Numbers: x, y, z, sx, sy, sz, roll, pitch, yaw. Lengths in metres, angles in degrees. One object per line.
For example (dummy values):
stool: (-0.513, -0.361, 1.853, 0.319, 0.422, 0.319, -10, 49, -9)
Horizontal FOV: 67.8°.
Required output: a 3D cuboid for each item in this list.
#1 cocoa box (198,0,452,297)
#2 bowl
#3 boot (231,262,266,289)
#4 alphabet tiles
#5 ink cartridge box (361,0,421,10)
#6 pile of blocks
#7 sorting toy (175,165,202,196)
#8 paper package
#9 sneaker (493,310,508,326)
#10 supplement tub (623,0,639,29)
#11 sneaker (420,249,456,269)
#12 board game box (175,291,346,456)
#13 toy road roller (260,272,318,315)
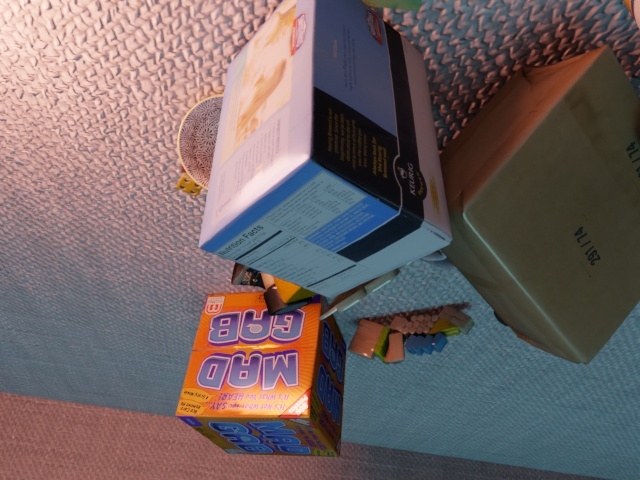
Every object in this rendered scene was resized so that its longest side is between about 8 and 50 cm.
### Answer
cocoa box: (0.004, -0.139, 0.656, 0.227, 0.348, 0.231, 24, 141, -33)
bowl: (-0.162, -0.169, 0.856, 0.169, 0.170, 0.080, 10, -174, -5)
boot: (-0.111, 0.066, 1.180, 0.178, 0.085, 0.236, 18, 148, -18)
alphabet tiles: (0.121, 0.069, 1.009, 0.277, 0.284, 0.021, -35, 89, 21)
ink cartridge box: (0.065, -0.390, 0.579, 0.170, 0.056, 0.235, 6, 141, 1)
pile of blocks: (0.266, 0.294, 1.370, 0.361, 0.149, 0.113, -14, 138, 24)
sorting toy: (-0.154, -0.121, 0.968, 0.274, 0.046, 0.132, 9, 143, -5)
paper package: (0.339, -0.046, 0.695, 0.325, 0.309, 0.168, 44, 175, -18)
sneaker: (0.574, 0.145, 1.172, 0.285, 0.109, 0.130, -10, 134, 17)
supplement tub: (0.391, -0.315, 0.505, 0.144, 0.200, 0.144, 5, 143, 3)
sneaker: (0.269, -0.069, 0.839, 0.365, 0.210, 0.137, -10, 141, 20)
board game box: (-0.139, 0.391, 1.386, 0.355, 0.357, 0.356, -4, 141, 14)
toy road roller: (0.000, 0.000, 0.938, 0.240, 0.203, 0.329, -14, 163, -21)
